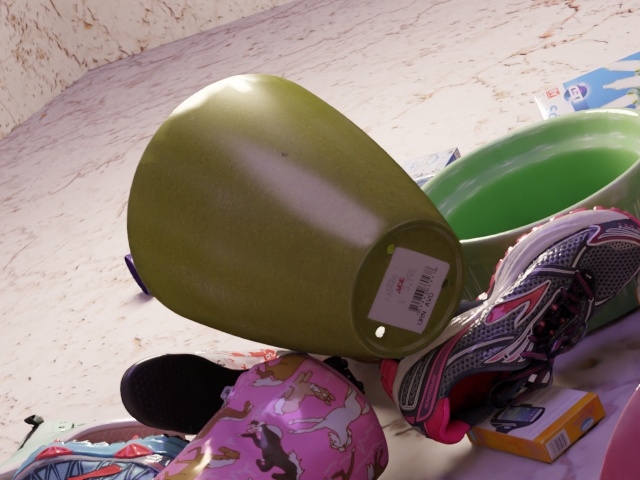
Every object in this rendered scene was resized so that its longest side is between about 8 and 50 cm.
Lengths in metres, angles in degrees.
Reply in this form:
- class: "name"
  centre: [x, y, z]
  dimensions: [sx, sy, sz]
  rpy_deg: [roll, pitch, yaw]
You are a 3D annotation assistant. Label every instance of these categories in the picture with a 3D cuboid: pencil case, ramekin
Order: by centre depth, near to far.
- class: "pencil case"
  centre: [-0.100, 0.269, 1.366]
  dimensions: [0.167, 0.160, 0.386]
  rpy_deg: [-6, 28, 42]
- class: "ramekin"
  centre: [0.256, -0.013, 1.670]
  dimensions: [0.303, 0.148, 0.303]
  rpy_deg: [-22, 20, 9]

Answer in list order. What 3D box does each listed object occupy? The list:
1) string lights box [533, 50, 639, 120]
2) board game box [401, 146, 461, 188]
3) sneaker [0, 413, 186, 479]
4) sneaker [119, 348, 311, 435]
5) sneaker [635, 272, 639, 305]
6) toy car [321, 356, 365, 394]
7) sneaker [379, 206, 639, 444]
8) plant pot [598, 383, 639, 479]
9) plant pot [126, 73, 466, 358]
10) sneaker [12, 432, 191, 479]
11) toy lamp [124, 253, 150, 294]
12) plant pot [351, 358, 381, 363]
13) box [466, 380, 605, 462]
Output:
- class: "string lights box"
  centre: [0.421, -0.174, 1.940]
  dimensions: [0.259, 0.077, 0.133]
  rpy_deg: [-22, 41, 9]
- class: "board game box"
  centre: [0.154, -0.101, 2.217]
  dimensions: [0.090, 0.020, 0.090]
  rpy_deg: [-13, 23, 30]
- class: "sneaker"
  centre: [-0.264, 0.234, 1.755]
  dimensions: [0.256, 0.094, 0.151]
  rpy_deg: [-19, 17, 15]
- class: "sneaker"
  centre: [-0.144, 0.168, 1.671]
  dimensions: [0.270, 0.090, 0.145]
  rpy_deg: [-2, -5, -44]
- class: "sneaker"
  centre: [0.445, 0.006, 1.501]
  dimensions: [0.262, 0.099, 0.121]
  rpy_deg: [-40, 30, -17]
- class: "toy car"
  centre: [0.001, 0.176, 1.643]
  dimensions: [0.040, 0.060, 0.122]
  rpy_deg: [-51, -6, 37]
- class: "sneaker"
  centre: [0.205, 0.088, 1.458]
  dimensions: [0.299, 0.121, 0.112]
  rpy_deg: [-39, 35, 2]
- class: "plant pot"
  centre: [0.326, 0.182, 1.048]
  dimensions: [0.201, 0.201, 0.180]
  rpy_deg: [-33, 37, -22]
- class: "plant pot"
  centre: [0.000, 0.000, 1.474]
  dimensions: [0.275, 0.275, 0.293]
  rpy_deg: [-34, 34, -23]
- class: "sneaker"
  centre: [-0.247, 0.279, 1.605]
  dimensions: [0.262, 0.104, 0.125]
  rpy_deg: [-15, 24, 27]
- class: "toy lamp"
  centre: [-0.166, -0.015, 2.304]
  dimensions: [0.274, 0.080, 0.080]
  rpy_deg: [-33, 21, -16]
- class: "plant pot"
  centre: [0.033, 0.030, 1.776]
  dimensions: [0.237, 0.237, 0.254]
  rpy_deg: [-27, 35, -5]
- class: "box"
  centre: [0.199, 0.171, 1.451]
  dimensions: [0.081, 0.028, 0.136]
  rpy_deg: [-35, 19, -26]
